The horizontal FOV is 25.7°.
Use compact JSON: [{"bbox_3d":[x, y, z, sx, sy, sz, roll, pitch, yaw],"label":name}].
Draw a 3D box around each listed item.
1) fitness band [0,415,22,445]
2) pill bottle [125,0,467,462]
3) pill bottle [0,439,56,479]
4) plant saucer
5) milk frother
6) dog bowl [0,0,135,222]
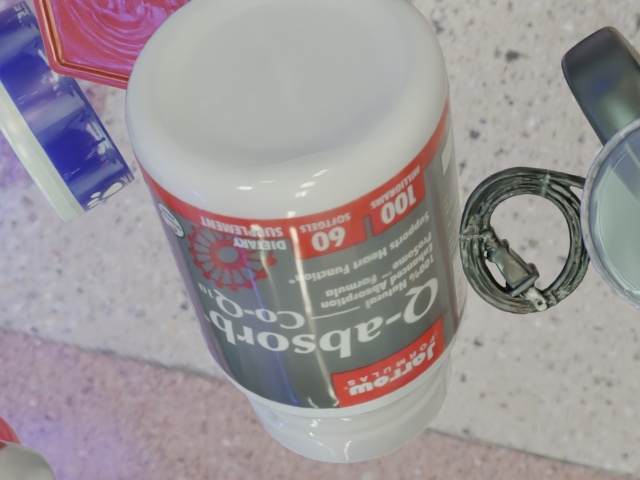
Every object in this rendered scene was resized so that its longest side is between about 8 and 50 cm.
[{"bbox_3d":[-0.423,0.276,1.425,0.209,0.054,0.291,31,105,-14],"label":"fitness band"},{"bbox_3d":[0.000,0.000,1.021,0.210,0.210,0.363,6,144,15],"label":"pill bottle"},{"bbox_3d":[-0.286,0.148,0.678,0.283,0.161,0.161,12,128,6],"label":"pill bottle"},{"bbox_3d":[-0.187,-0.238,1.361,0.258,0.048,0.259,15,135,22],"label":"plant saucer"},{"bbox_3d":[0.126,-0.005,0.600,0.129,0.135,0.143,41,104,12],"label":"milk frother"},{"bbox_3d":[-0.340,-0.159,1.733,0.104,0.265,0.265,-32,115,-5],"label":"dog bowl"}]
